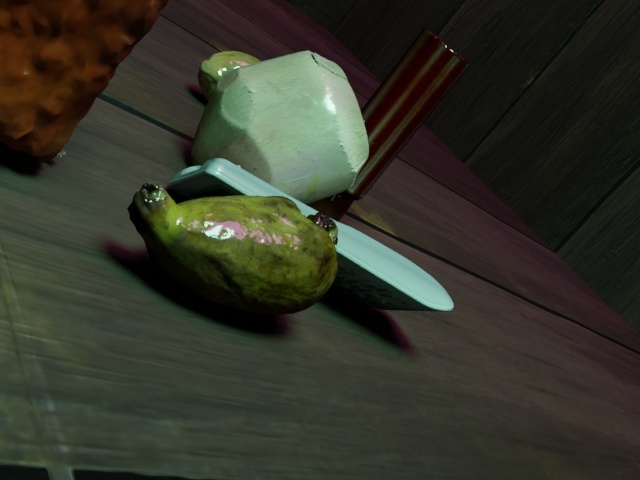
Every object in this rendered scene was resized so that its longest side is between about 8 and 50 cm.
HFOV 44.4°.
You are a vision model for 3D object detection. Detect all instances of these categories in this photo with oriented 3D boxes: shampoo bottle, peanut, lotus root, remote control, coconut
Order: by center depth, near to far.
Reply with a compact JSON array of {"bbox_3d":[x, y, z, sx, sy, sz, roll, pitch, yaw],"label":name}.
[{"bbox_3d":[-0.069,0.007,0.601,0.190,0.095,0.108,8,5,-45],"label":"lotus root"},{"bbox_3d":[-0.001,0.001,0.755,0.293,0.051,0.103,29,-18,-27],"label":"remote control"},{"bbox_3d":[-0.047,-0.107,0.833,0.171,0.182,0.171,162,-90,-87],"label":"coconut"},{"bbox_3d":[0.067,-0.126,0.932,0.064,0.260,0.102,33,17,-20],"label":"shampoo bottle"},{"bbox_3d":[-0.084,-0.207,1.113,0.103,0.098,0.229,1,-1,25],"label":"peanut"}]

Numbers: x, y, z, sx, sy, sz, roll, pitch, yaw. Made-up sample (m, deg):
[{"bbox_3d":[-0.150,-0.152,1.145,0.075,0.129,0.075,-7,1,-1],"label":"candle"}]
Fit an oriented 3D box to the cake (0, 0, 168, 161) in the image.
[{"bbox_3d":[-0.249,-0.263,0.577,0.270,0.269,0.320,28,19,-37],"label":"cake"}]
